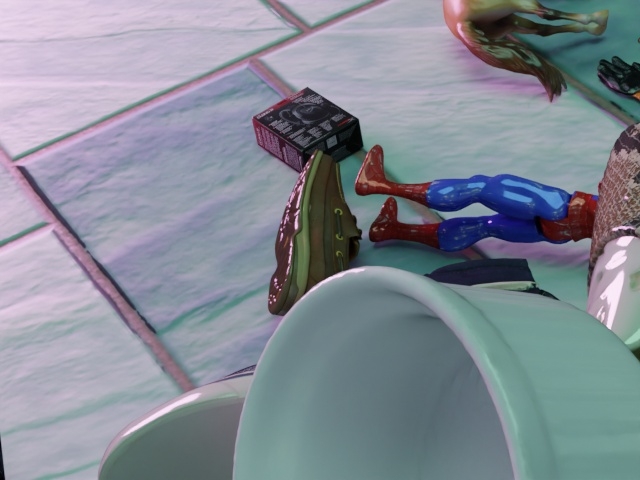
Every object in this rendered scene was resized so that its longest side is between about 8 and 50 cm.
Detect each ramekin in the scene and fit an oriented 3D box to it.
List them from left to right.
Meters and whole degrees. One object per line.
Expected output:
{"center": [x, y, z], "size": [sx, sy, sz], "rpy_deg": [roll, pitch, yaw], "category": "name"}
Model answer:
{"center": [0.077, 0.153, 1.008], "size": [0.135, 0.277, 0.277], "rpy_deg": [2, 28, -35], "category": "ramekin"}

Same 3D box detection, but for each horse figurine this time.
{"center": [0.172, -0.223, 1.623], "size": [0.174, 0.066, 0.263], "rpy_deg": [1, 37, 7], "category": "horse figurine"}

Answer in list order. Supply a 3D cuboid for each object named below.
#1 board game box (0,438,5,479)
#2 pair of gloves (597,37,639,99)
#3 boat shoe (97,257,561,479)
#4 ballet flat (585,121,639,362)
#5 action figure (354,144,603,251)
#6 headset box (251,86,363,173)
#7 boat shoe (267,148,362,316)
{"center": [-0.276, 0.203, 1.182], "size": [0.141, 0.048, 0.170], "rpy_deg": [-13, 56, 0], "category": "board game box"}
{"center": [0.284, -0.148, 1.544], "size": [0.083, 0.010, 0.074], "rpy_deg": [-30, 43, -18], "category": "pair of gloves"}
{"center": [0.019, 0.109, 1.225], "size": [0.341, 0.127, 0.158], "rpy_deg": [-14, 18, 2], "category": "boat shoe"}
{"center": [0.258, 0.110, 1.021], "size": [0.182, 0.164, 0.483], "rpy_deg": [-21, 52, -22], "category": "ballet flat"}
{"center": [0.183, -0.047, 1.375], "size": [0.280, 0.091, 0.139], "rpy_deg": [11, 52, 26], "category": "action figure"}
{"center": [-0.014, -0.094, 1.535], "size": [0.062, 0.032, 0.083], "rpy_deg": [-31, 41, -24], "category": "headset box"}
{"center": [0.000, 0.000, 1.400], "size": [0.060, 0.064, 0.178], "rpy_deg": [19, 40, -10], "category": "boat shoe"}
